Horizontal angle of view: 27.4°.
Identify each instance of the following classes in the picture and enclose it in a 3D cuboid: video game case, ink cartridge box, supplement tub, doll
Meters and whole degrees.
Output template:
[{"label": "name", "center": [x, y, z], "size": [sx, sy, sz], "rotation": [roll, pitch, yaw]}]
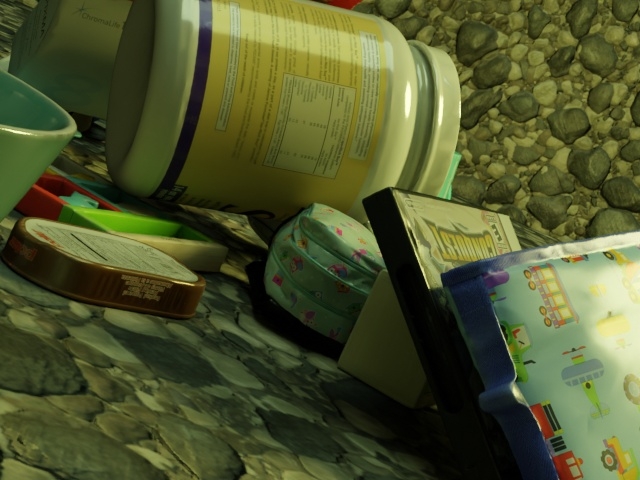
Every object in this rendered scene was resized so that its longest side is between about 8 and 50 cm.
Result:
[{"label": "video game case", "center": [0.147, 0.083, 1.126], "size": [0.275, 0.035, 0.248], "rotation": [8, 60, -62]}, {"label": "ink cartridge box", "center": [-0.164, -0.227, 1.525], "size": [0.308, 0.091, 0.385], "rotation": [14, -18, -25]}, {"label": "supplement tub", "center": [-0.044, -0.141, 1.403], "size": [0.331, 0.241, 0.241], "rotation": [10, 13, -20]}, {"label": "doll", "center": [-0.352, -0.199, 1.905], "size": [0.129, 0.046, 0.189], "rotation": [25, 9, -5]}]

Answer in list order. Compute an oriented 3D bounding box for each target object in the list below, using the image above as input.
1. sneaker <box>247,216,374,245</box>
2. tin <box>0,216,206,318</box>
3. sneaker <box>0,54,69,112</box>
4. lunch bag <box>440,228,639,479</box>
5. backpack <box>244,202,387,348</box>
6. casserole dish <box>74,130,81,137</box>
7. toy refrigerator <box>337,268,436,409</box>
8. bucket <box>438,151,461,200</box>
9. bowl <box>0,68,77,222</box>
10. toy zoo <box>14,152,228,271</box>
[{"label": "sneaker", "center": [0.000, 0.000, 1.546], "size": [0.258, 0.094, 0.091], "rotation": [45, -14, 30]}, {"label": "tin", "center": [-0.179, 0.022, 1.105], "size": [0.106, 0.040, 0.190], "rotation": [27, 8, 41]}, {"label": "sneaker", "center": [-0.338, -0.227, 1.765], "size": [0.123, 0.106, 0.290], "rotation": [24, 24, 33]}, {"label": "lunch bag", "center": [0.214, 0.113, 1.053], "size": [0.293, 0.138, 0.221], "rotation": [-2, 69, -56]}, {"label": "backpack", "center": [0.005, 0.032, 1.280], "size": [0.152, 0.115, 0.182], "rotation": [26, 10, -1]}, {"label": "casserole dish", "center": [-0.378, -0.147, 1.560], "size": [0.188, 0.037, 0.114], "rotation": [22, 9, -19]}, {"label": "toy refrigerator", "center": [0.127, 0.094, 1.285], "size": [0.094, 0.102, 0.269], "rotation": [28, 9, 23]}, {"label": "bucket", "center": [0.066, -0.092, 1.954], "size": [0.281, 0.183, 0.281], "rotation": [24, 9, -4]}, {"label": "bowl", "center": [-0.317, -0.054, 0.757], "size": [0.311, 0.163, 0.311], "rotation": [25, 8, -4]}, {"label": "toy zoo", "center": [-0.256, -0.048, 1.320], "size": [0.293, 0.030, 0.192], "rotation": [29, 10, 26]}]
